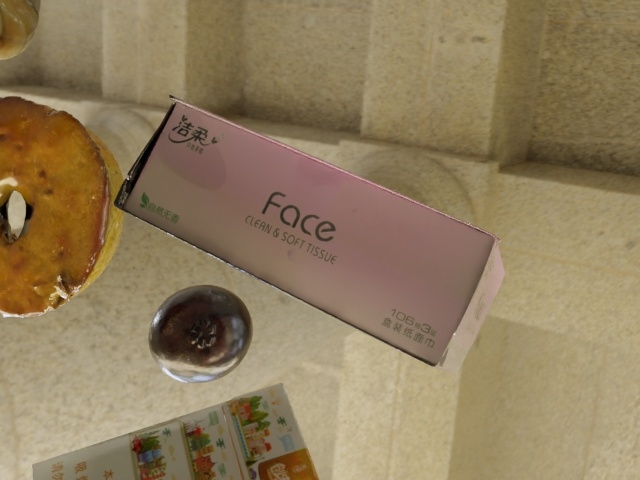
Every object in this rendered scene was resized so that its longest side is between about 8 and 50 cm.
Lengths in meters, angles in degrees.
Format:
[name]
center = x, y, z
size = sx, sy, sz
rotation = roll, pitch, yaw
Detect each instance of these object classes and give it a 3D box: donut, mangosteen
[donut]
center = -0.340, -0.037, 0.916
size = 0.253, 0.118, 0.254
rotation = 2, -83, 14
[mangosteen]
center = -0.151, 0.118, 0.998
size = 0.140, 0.140, 0.140
rotation = 8, -76, 33

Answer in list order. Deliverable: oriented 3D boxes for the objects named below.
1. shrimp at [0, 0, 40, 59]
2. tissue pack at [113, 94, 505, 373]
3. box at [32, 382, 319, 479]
[shrimp]
center = -0.209, -0.184, 0.461
size = 0.051, 0.217, 0.150
rotation = -26, -64, 1
[tissue pack]
center = 0.000, 0.000, 0.570
size = 0.246, 0.148, 0.092
rotation = 25, -94, 17
[box]
center = -0.118, 0.198, 0.644
size = 0.122, 0.220, 0.032
rotation = -118, -165, -49
